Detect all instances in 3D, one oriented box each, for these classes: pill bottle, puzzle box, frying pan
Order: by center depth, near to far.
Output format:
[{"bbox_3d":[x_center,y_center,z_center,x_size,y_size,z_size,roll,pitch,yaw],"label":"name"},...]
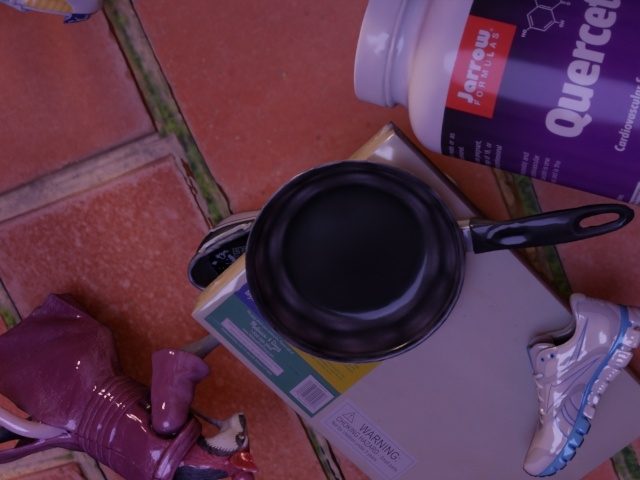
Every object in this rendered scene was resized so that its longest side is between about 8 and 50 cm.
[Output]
[{"bbox_3d":[0.200,-0.142,0.844,0.323,0.181,0.181,16,115,12],"label":"pill bottle"},{"bbox_3d":[0.084,-0.016,0.872,0.326,0.053,0.197,-33,107,12],"label":"frying pan"},{"bbox_3d":[0.110,0.113,0.979,0.272,0.052,0.409,-41,105,17],"label":"puzzle box"}]

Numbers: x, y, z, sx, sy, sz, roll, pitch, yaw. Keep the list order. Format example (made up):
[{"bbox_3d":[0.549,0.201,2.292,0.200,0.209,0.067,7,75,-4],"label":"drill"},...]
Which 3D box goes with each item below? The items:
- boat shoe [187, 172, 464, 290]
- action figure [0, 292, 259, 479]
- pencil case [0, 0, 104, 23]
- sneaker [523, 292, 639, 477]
[{"bbox_3d":[0.000,0.000,1.015,0.301,0.102,0.108,-9,107,22],"label":"boat shoe"},{"bbox_3d":[-0.230,0.192,1.093,0.370,0.276,0.248,18,110,27],"label":"action figure"},{"bbox_3d":[-0.255,-0.357,0.951,0.114,0.124,0.273,30,118,29],"label":"pencil case"},{"bbox_3d":[0.224,0.132,0.926,0.083,0.071,0.190,23,103,-1],"label":"sneaker"}]
